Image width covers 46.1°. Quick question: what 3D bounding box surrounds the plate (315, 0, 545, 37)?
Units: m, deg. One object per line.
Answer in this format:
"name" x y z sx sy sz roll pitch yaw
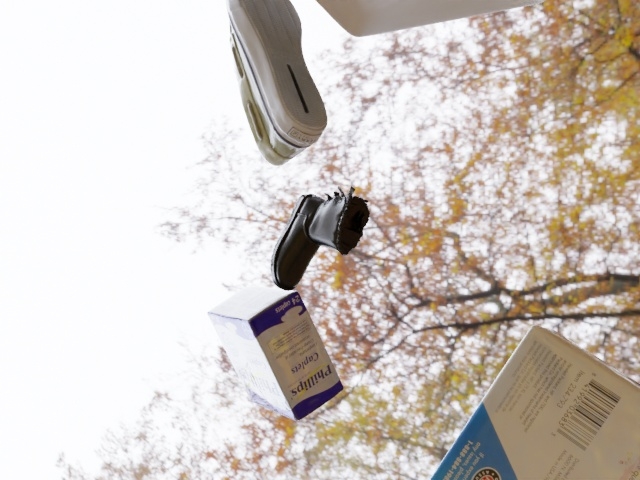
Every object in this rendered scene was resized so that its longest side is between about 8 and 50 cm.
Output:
"plate" 0.079 -0.338 0.844 0.277 0.278 0.045 30 -114 -48

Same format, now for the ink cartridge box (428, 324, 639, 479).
"ink cartridge box" 0.200 0.170 0.460 0.134 0.231 0.078 -58 -28 6

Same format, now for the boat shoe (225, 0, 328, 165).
"boat shoe" -0.079 -0.238 1.001 0.109 0.094 0.302 10 -127 -40

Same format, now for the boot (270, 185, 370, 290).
"boot" 0.000 0.001 0.806 0.045 0.099 0.121 26 -101 -36

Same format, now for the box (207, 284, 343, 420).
"box" -0.056 0.130 0.898 0.072 0.126 0.137 -32 -75 -26
